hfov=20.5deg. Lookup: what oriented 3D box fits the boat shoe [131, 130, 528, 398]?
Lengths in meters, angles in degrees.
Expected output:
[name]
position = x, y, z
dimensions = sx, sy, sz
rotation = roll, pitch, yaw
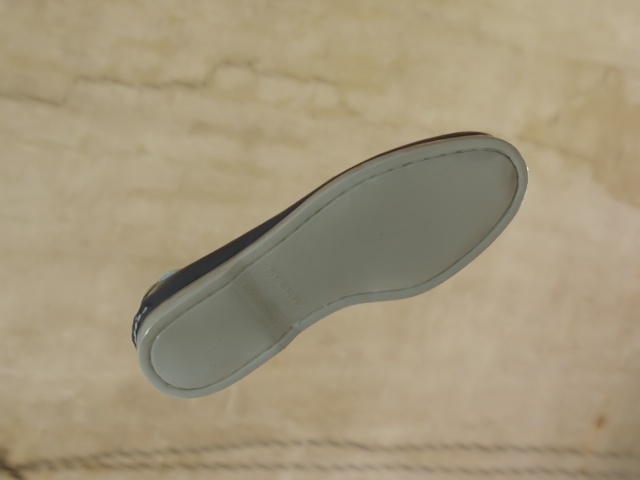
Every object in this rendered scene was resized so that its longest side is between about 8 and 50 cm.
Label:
[boat shoe]
position = 0.000, 0.000, 0.850
dimensions = 0.075, 0.206, 0.065
rotation = 59, -177, -28
